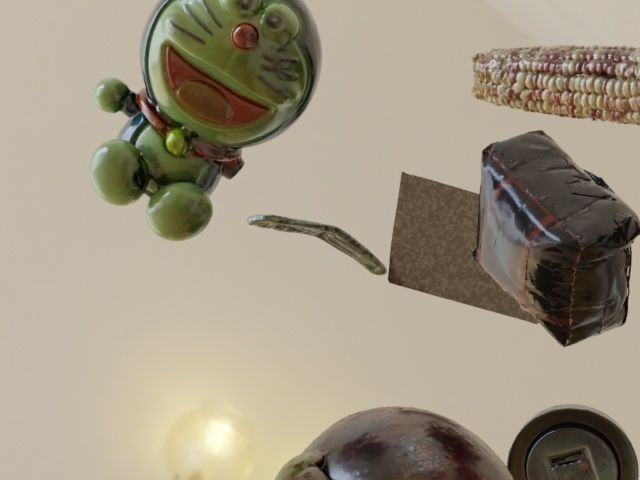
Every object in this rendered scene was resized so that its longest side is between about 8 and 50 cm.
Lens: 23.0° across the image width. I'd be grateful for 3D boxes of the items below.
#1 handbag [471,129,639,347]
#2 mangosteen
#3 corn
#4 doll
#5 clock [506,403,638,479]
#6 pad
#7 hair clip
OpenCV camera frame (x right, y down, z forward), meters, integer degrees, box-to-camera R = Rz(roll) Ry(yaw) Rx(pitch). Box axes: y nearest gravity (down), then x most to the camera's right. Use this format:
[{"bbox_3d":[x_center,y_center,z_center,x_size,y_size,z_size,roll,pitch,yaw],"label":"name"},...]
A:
[{"bbox_3d":[0.268,0.001,1.811,0.215,0.155,0.169,51,-35,42],"label":"handbag"},{"bbox_3d":[0.057,0.337,1.691,0.359,0.306,0.306,-3,-1,-37],"label":"mangosteen"},{"bbox_3d":[0.251,-0.151,1.519,0.237,0.079,0.079,6,-27,31],"label":"corn"},{"bbox_3d":[-0.122,-0.170,1.721,0.198,0.322,0.186,38,12,-9],"label":"doll"},{"bbox_3d":[0.354,0.318,2.203,0.184,0.184,0.040,22,14,7],"label":"clock"},{"bbox_3d":[0.201,0.011,2.098,0.235,0.158,0.003,15,-18,-21],"label":"pad"},{"bbox_3d":[0.000,-0.003,2.200,0.229,0.036,0.066,22,-22,-27],"label":"hair clip"}]
